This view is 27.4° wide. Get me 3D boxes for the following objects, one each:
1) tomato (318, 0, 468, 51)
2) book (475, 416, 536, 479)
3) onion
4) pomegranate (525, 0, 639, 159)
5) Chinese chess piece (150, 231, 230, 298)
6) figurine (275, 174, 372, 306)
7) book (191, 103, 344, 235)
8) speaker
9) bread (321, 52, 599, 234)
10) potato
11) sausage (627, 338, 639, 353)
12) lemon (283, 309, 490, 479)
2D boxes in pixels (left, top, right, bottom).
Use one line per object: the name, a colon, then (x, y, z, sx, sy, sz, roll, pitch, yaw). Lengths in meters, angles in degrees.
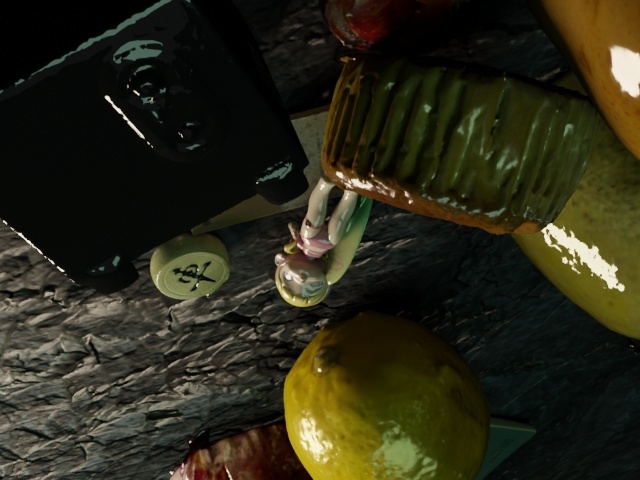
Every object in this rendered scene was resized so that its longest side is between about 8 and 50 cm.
tomato: (0.061, -0.239, 1.080, 0.139, 0.091, 0.159, 0, 148, -38)
book: (0.098, 0.320, 1.870, 0.379, 0.031, 0.264, 14, 133, -38)
onion: (-0.035, 0.366, 1.723, 0.280, 0.146, 0.314, -21, 130, 5)
pomegranate: (0.358, -0.230, 1.012, 0.417, 0.416, 0.416, -13, 143, -10)
Chinese chess piece: (-0.136, 0.027, 1.376, 0.084, 0.034, 0.084, -12, 142, -10)
figurine: (0.000, 0.000, 1.373, 0.083, 0.083, 0.187, -4, 137, -22)
book: (-0.041, -0.074, 1.308, 0.199, 0.016, 0.138, -15, 144, -7)
speaker: (-0.169, -0.115, 1.054, 0.232, 0.184, 0.254, -27, 142, 8)
bread: (0.117, -0.089, 1.151, 0.228, 0.253, 0.142, 14, 100, -10)
potato: (0.332, 0.017, 1.386, 0.213, 0.280, 0.330, -33, 144, 13)
sausage: (0.540, 0.121, 1.746, 0.317, 0.117, 0.125, 16, 91, -39)
lemon: (0.081, 0.207, 1.543, 0.233, 0.233, 0.288, -36, 129, 20)
